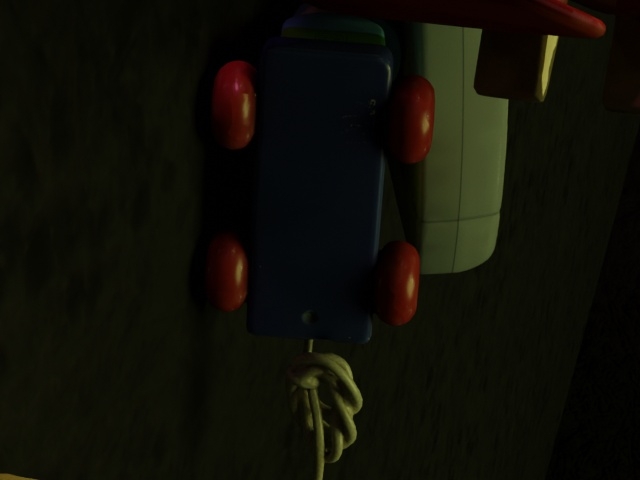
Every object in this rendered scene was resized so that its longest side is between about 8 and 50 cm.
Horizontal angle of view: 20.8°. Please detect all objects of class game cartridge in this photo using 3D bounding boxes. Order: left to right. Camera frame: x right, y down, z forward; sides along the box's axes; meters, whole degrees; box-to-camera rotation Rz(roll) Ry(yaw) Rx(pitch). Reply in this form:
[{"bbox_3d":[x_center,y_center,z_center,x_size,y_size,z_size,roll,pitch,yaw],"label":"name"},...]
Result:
[{"bbox_3d":[0.063,-0.133,0.975,0.196,0.060,0.294,-95,-179,-46],"label":"game cartridge"}]

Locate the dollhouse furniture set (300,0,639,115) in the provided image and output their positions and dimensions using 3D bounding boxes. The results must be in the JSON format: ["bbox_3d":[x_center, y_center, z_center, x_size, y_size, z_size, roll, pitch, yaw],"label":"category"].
[{"bbox_3d":[0.075,-0.093,0.679,0.262,0.259,0.135,12,90,-48],"label":"dollhouse furniture set"}]

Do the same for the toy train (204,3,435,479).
[{"bbox_3d":[0.000,0.000,0.909,0.143,0.105,0.248,-79,174,-65],"label":"toy train"}]

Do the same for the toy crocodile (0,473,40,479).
[{"bbox_3d":[-0.084,0.222,0.690,0.105,0.115,0.340,-63,158,-46],"label":"toy crocodile"}]
